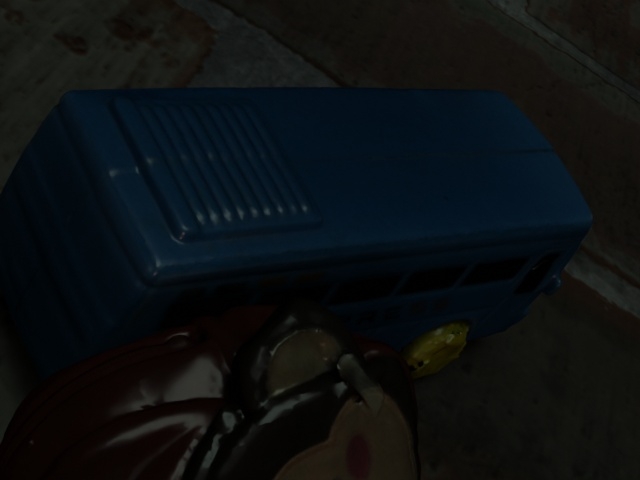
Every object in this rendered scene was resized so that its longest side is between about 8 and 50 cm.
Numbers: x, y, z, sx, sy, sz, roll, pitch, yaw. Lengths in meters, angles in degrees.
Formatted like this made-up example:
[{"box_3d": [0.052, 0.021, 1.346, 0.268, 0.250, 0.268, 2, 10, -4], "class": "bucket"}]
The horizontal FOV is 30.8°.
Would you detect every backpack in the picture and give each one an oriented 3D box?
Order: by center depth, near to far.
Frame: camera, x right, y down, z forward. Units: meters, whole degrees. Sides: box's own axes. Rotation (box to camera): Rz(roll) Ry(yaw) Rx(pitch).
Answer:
[{"box_3d": [-0.055, 0.135, 0.558, 0.229, 0.139, 0.229, -4, 98, -28], "class": "backpack"}]

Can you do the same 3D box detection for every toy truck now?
[{"box_3d": [0.000, 0.000, 0.728, 0.385, 0.162, 0.161, -5, 55, -40], "class": "toy truck"}]
